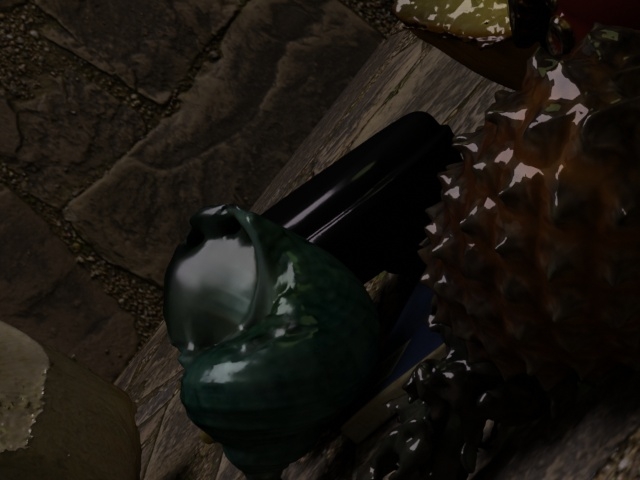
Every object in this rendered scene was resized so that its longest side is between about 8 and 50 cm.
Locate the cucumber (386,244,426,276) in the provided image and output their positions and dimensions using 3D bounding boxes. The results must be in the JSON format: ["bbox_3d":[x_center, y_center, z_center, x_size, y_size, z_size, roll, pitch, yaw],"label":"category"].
[{"bbox_3d":[0.080,0.017,1.795,0.032,0.032,0.133,-52,6,-4],"label":"cucumber"}]

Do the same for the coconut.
[{"bbox_3d":[-0.362,0.261,2.132,0.346,0.360,0.346,-19,57,31],"label":"coconut"}]

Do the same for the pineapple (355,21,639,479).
[{"bbox_3d":[0.112,0.036,1.097,0.361,0.175,0.175,-57,2,43],"label":"pineapple"}]

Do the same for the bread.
[{"bbox_3d":[0.200,-0.222,1.758,0.204,0.162,0.262,-52,30,-15],"label":"bread"}]

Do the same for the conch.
[{"bbox_3d":[-0.042,0.089,1.551,0.196,0.134,0.202,3,69,49],"label":"conch"}]

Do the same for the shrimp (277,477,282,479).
[{"bbox_3d":[-0.101,0.277,1.621,0.223,0.047,0.126,-52,-3,3],"label":"shrimp"}]

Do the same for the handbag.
[{"bbox_3d":[0.001,0.001,1.767,0.308,0.093,0.254,-34,7,34],"label":"handbag"}]

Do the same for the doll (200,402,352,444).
[{"bbox_3d":[-0.037,0.136,1.731,0.117,0.086,0.291,-46,7,-20],"label":"doll"}]

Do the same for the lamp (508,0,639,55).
[{"bbox_3d":[0.220,-0.169,1.216,0.227,0.227,0.227,-50,7,9],"label":"lamp"}]

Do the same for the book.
[{"bbox_3d":[0.118,0.026,1.558,0.191,0.025,0.269,-43,11,44],"label":"book"}]
